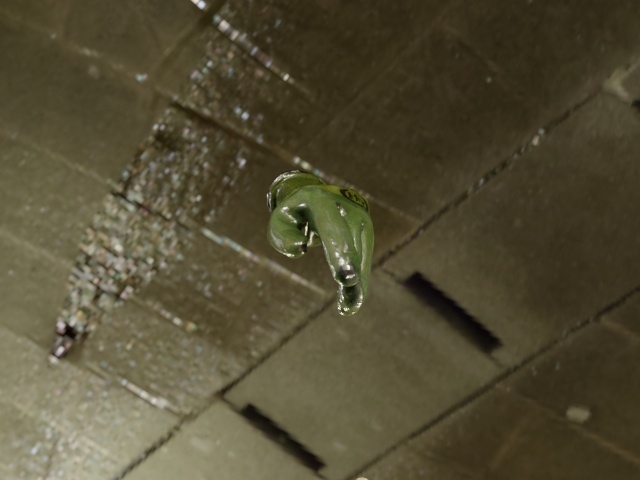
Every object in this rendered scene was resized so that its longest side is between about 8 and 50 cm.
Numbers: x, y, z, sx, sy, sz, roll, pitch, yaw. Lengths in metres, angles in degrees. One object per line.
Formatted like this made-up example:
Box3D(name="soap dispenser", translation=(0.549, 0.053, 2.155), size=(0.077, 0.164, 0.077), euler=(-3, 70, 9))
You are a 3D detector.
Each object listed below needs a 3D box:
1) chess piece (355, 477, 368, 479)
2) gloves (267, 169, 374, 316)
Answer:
Box3D(name="chess piece", translation=(0.043, 0.305, 1.392), size=(0.035, 0.035, 0.092), euler=(6, 94, 21))
Box3D(name="gloves", translation=(0.002, -0.014, 1.423), size=(0.135, 0.268, 0.107), euler=(6, 116, -20))
